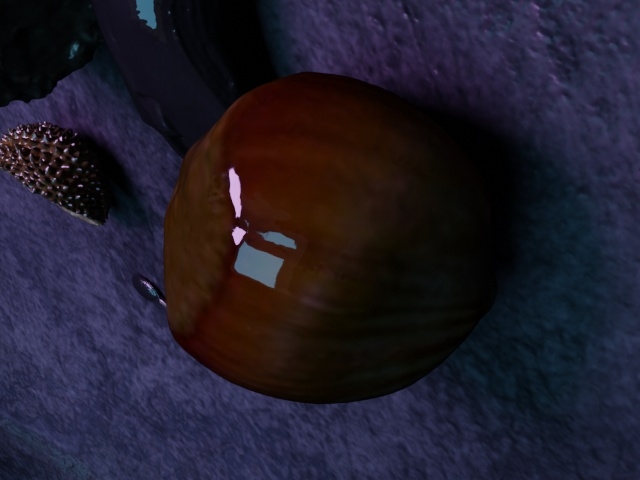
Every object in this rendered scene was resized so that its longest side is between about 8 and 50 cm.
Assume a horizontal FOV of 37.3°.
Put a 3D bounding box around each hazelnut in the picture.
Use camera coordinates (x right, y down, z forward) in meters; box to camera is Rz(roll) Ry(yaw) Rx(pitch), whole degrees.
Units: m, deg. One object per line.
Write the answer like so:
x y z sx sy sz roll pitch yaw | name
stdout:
0.003 -0.004 0.598 0.186 0.210 0.210 48 148 48 | hazelnut

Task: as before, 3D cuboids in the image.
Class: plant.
-0.290 -0.234 0.742 0.274 0.149 0.146 49 168 16 | plant

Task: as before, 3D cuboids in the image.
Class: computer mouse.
-0.112 -0.161 0.665 0.147 0.088 0.264 15 130 41 | computer mouse

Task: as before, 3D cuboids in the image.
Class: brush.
-0.157 0.057 0.926 0.083 0.008 0.024 31 133 27 | brush

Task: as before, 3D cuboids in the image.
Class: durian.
-0.246 -0.071 0.869 0.140 0.071 0.110 25 173 12 | durian
